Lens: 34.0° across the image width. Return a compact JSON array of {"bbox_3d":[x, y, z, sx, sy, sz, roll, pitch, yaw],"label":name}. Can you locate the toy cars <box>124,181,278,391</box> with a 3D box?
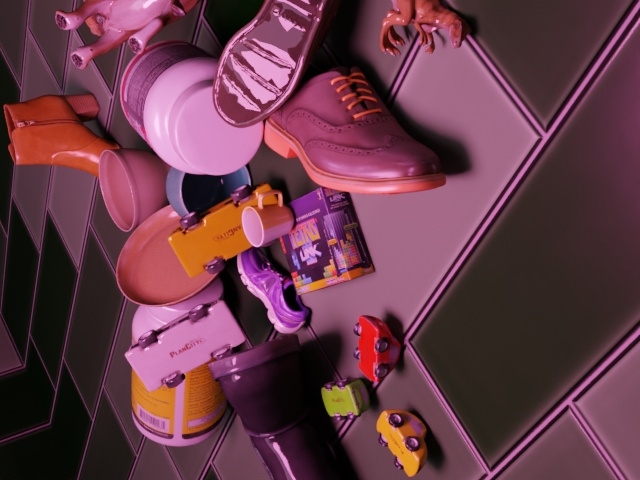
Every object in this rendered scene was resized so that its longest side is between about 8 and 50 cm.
[{"bbox_3d":[-0.184,0.070,1.707,0.087,0.176,0.394,-109,40,-73],"label":"toy cars"}]

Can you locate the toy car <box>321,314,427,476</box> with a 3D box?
[{"bbox_3d":[0.074,0.229,1.561,0.225,0.053,0.239,-20,87,61],"label":"toy car"}]

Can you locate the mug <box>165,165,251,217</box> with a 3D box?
[{"bbox_3d":[-0.186,-0.100,1.769,0.129,0.157,0.097,57,159,-22],"label":"mug"}]

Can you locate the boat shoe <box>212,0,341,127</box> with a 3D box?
[{"bbox_3d":[-0.035,-0.278,1.374,0.110,0.104,0.307,39,122,4],"label":"boat shoe"}]

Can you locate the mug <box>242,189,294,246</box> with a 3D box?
[{"bbox_3d":[-0.073,-0.031,1.563,0.062,0.064,0.078,63,148,19],"label":"mug"}]

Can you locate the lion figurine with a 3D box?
[{"bbox_3d":[-0.287,-0.402,1.736,0.392,0.240,0.142,5,127,41],"label":"lion figurine"}]

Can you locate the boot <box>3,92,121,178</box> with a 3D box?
[{"bbox_3d":[-0.537,-0.178,2.209,0.295,0.211,0.104,63,149,16],"label":"boot"}]

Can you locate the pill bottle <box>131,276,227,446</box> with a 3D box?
[{"bbox_3d":[-0.262,0.213,1.979,0.188,0.188,0.334,45,140,39],"label":"pill bottle"}]

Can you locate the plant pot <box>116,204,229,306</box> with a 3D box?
[{"bbox_3d":[-0.252,0.026,1.857,0.236,0.236,0.032,41,168,43],"label":"plant pot"}]

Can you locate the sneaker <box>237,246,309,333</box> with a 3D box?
[{"bbox_3d":[-0.071,0.070,1.730,0.170,0.068,0.071,53,131,15],"label":"sneaker"}]

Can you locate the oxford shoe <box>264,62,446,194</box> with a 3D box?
[{"bbox_3d":[0.033,-0.153,1.363,0.363,0.130,0.133,31,124,50],"label":"oxford shoe"}]

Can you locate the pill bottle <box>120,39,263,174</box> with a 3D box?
[{"bbox_3d":[-0.194,-0.201,1.598,0.318,0.176,0.176,-139,41,-63],"label":"pill bottle"}]

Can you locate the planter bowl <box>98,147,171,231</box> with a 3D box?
[{"bbox_3d":[-0.348,-0.108,2.033,0.162,0.109,0.162,33,131,48],"label":"planter bowl"}]

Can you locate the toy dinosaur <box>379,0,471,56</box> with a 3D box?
[{"bbox_3d":[0.103,-0.288,1.255,0.211,0.064,0.112,47,124,22],"label":"toy dinosaur"}]

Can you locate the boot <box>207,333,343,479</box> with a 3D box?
[{"bbox_3d":[-0.027,0.384,1.644,0.367,0.146,0.445,73,178,-80],"label":"boot"}]

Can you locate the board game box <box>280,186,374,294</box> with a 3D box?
[{"bbox_3d":[0.000,0.000,1.570,0.170,0.048,0.141,-22,87,60],"label":"board game box"}]
